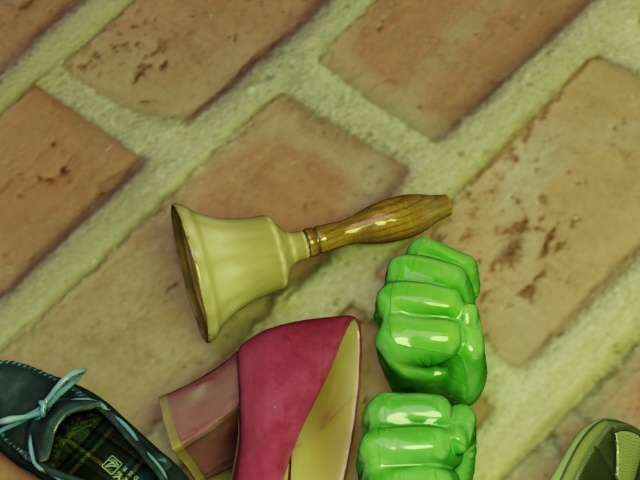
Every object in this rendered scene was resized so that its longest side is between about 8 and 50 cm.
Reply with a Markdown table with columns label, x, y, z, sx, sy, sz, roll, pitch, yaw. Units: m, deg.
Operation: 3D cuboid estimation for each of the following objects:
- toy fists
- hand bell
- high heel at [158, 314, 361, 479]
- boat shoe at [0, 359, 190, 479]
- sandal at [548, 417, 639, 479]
| label | x | y | z | sx | sy | sz | roll | pitch | yaw |
| --- | --- | --- | --- | --- | --- | --- | --- | --- | --- |
| toy fists | 0.085 | 0.132 | 1.464 | 0.096 | 0.142 | 0.279 | 0 | 58 | 15 |
| hand bell | 0.000 | 0.000 | 1.620 | 0.242 | 0.126 | 0.126 | -14 | 53 | -11 |
| high heel | 0.004 | 0.216 | 1.437 | 0.181 | 0.127 | 0.377 | -27 | 54 | 1 |
| boat shoe | -0.200 | 0.161 | 1.554 | 0.258 | 0.089 | 0.109 | 23 | 66 | 28 |
| sandal | 0.154 | 0.266 | 1.391 | 0.086 | 0.120 | 0.303 | 7 | 53 | 52 |
